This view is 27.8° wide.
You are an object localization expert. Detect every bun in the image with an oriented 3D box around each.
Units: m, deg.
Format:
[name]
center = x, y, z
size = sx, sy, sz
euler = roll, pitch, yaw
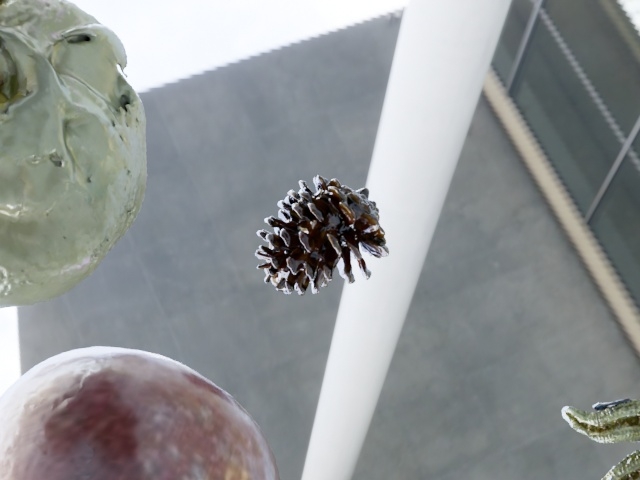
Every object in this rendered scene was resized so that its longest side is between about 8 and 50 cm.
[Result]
[bun]
center = -0.216, -0.073, 0.818
size = 0.239, 0.141, 0.239
euler = 14, -125, -22

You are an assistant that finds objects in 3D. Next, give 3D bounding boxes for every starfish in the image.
[starfish]
center = 0.286, 0.177, 0.972
size = 0.053, 0.208, 0.176
euler = -24, -85, -57

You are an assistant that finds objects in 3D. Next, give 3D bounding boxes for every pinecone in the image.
[pinecone]
center = -0.001, -0.002, 1.074
size = 0.109, 0.102, 0.102
euler = -23, -115, 8

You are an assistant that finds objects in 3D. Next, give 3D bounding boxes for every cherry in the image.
[cherry]
center = -0.134, 0.191, 0.908
size = 0.236, 0.213, 0.285
euler = 28, -148, -23
